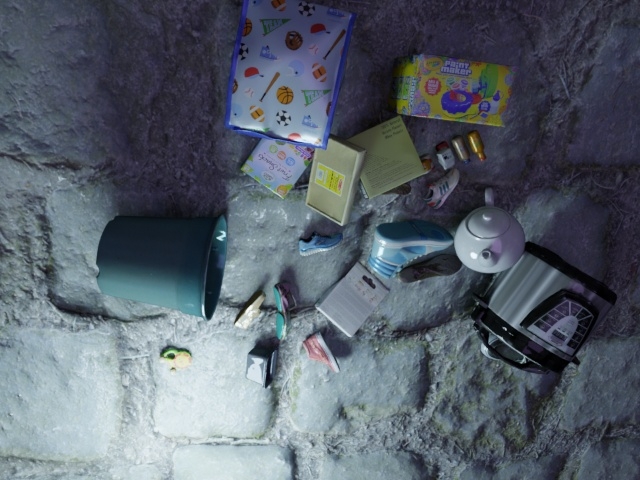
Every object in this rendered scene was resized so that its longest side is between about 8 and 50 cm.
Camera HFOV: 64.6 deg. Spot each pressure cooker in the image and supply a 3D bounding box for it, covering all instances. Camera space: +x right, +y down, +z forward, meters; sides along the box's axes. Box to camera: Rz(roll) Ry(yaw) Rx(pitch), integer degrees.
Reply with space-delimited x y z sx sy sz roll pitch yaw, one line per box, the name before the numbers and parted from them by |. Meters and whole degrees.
pressure cooker | 0.772 0.261 1.797 0.376 0.370 0.420 21 106 -47

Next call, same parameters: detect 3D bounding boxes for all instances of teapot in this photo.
teapot | 0.574 -0.031 1.726 0.253 0.256 0.187 -32 134 -11

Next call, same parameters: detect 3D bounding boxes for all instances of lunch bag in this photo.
lunch bag | -0.095 -0.484 1.496 0.328 0.239 0.385 11 96 -1

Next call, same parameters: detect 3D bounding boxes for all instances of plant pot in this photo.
plant pot | -0.490 0.067 1.590 0.334 0.341 0.341 7 106 -3

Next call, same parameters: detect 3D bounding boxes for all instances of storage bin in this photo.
storage bin | -0.220 0.458 1.864 0.091 0.098 0.135 13 107 17

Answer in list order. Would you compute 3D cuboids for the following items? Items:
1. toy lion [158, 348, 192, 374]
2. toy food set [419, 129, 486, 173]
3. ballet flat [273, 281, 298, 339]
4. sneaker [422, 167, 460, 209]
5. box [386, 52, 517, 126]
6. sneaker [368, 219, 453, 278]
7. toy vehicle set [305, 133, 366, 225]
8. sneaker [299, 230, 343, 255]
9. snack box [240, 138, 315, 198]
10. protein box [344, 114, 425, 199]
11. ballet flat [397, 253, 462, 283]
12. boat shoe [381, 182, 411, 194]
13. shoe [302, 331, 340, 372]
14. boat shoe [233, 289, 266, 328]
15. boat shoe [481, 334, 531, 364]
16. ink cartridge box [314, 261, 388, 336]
toy lion | -0.521 0.433 1.839 0.096 0.034 0.100 -37 108 -3
toy food set | 0.436 -0.273 1.713 0.232 0.111 0.104 -33 109 -6
ballet flat | -0.122 0.252 1.823 0.079 0.077 0.221 -11 109 -25
sneaker | 0.419 -0.190 1.767 0.075 0.057 0.161 27 104 -21
box | 0.390 -0.465 1.563 0.290 0.279 0.176 5 106 -9
sneaker | 0.307 0.041 1.802 0.319 0.127 0.208 1 128 -23
toy vehicle set | 0.043 -0.198 1.628 0.166 0.035 0.266 32 128 27
sneaker | 0.000 0.000 1.763 0.162 0.063 0.073 -17 105 -3
snack box | -0.133 -0.272 1.657 0.175 0.070 0.207 33 101 -17
protein box | 0.200 -0.266 1.649 0.200 0.136 0.201 -25 94 0
ballet flat | 0.399 0.107 1.862 0.250 0.058 0.084 -16 87 -9
boat shoe | 0.236 -0.190 1.753 0.153 0.048 0.056 3 111 -3
shoe | 0.003 0.432 1.898 0.081 0.063 0.178 -28 103 2
boat shoe | -0.241 0.249 1.808 0.059 0.063 0.170 34 109 -19
boat shoe | 0.803 0.432 1.980 0.335 0.119 0.121 3 106 -9
ink cartridge box | 0.116 0.215 1.863 0.181 0.056 0.224 44 78 -17
